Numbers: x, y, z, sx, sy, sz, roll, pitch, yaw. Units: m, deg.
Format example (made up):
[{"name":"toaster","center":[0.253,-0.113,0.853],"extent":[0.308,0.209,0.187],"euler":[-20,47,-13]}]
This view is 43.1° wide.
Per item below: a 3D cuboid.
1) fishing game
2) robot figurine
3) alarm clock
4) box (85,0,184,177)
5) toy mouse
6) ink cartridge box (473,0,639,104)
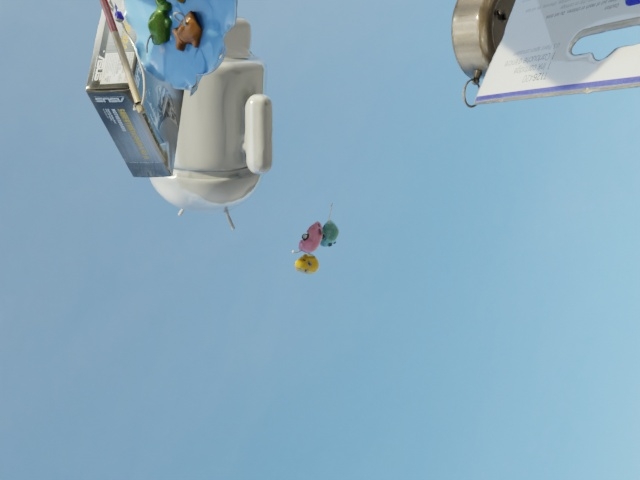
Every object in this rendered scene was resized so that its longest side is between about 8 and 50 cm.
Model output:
[{"name":"fishing game","center":[-0.139,-0.224,0.725],"extent":[0.041,0.264,0.189],"euler":[-15,-99,-39]},{"name":"robot figurine","center":[-0.191,-0.197,1.364],"extent":[0.200,0.300,0.353],"euler":[-15,-63,-43]},{"name":"alarm clock","center":[0.230,-0.269,1.107],"extent":[0.129,0.064,0.192],"euler":[31,-105,-47]},{"name":"box","center":[-0.223,-0.223,1.023],"extent":[0.183,0.056,0.231],"euler":[77,-167,-60]},{"name":"toy mouse","center":[0.000,0.000,1.486],"extent":[0.143,0.031,0.161],"euler":[-61,-20,6]},{"name":"ink cartridge box","center":[0.264,-0.237,0.582],"extent":[0.072,0.303,0.307],"euler":[19,-91,-22]}]
